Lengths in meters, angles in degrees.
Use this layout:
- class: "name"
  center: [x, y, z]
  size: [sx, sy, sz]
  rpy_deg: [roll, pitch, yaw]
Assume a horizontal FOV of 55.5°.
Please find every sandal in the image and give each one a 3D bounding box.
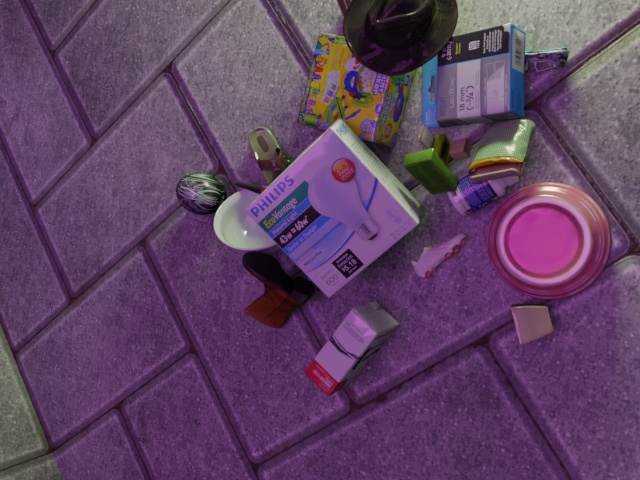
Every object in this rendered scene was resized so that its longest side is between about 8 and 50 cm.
- class: "sandal"
  center: [-0.167, -0.277, 2.105]
  size: [0.120, 0.086, 0.302]
  rpy_deg: [-35, 71, -3]

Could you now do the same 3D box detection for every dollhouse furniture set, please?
- class: "dollhouse furniture set"
  center: [0.412, -0.267, 1.692]
  size: [0.302, 0.151, 0.197]
  rpy_deg: [-8, 52, 44]

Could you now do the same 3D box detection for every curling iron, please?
- class: "curling iron"
  center: [-0.191, -0.158, 2.076]
  size: [0.274, 0.068, 0.035]
  rpy_deg: [26, 147, 27]

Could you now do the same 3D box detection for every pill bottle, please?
- class: "pill bottle"
  center: [0.470, -0.160, 1.761]
  size: [0.187, 0.112, 0.112]
  rpy_deg: [-31, 76, 26]

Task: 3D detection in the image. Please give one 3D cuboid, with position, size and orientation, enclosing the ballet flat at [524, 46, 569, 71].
- class: "ballet flat"
  center: [0.599, -0.509, 1.717]
  size: [0.189, 0.070, 0.070]
  rpy_deg: [8, 95, 32]

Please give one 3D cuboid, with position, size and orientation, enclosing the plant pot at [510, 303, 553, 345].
- class: "plant pot"
  center: [0.595, 0.228, 1.707]
  size: [0.096, 0.109, 0.109]
  rpy_deg: [-13, 84, 16]

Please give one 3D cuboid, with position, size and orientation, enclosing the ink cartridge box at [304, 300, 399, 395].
- class: "ink cartridge box"
  center: [0.102, 0.336, 1.921]
  size: [0.114, 0.197, 0.272]
  rpy_deg: [41, 110, 21]

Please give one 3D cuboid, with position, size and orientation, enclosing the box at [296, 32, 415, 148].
- class: "box"
  center: [0.115, -0.469, 1.916]
  size: [0.279, 0.177, 0.289]
  rpy_deg: [20, 100, 27]

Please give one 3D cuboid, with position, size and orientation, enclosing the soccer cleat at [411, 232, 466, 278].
- class: "soccer cleat"
  center: [0.357, 0.035, 1.854]
  size: [0.196, 0.068, 0.076]
  rpy_deg: [-46, 67, 25]

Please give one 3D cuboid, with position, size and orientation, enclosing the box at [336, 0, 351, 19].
- class: "box"
  center: [0.168, -0.768, 1.887]
  size: [0.203, 0.168, 0.167]
  rpy_deg: [-26, 79, 26]

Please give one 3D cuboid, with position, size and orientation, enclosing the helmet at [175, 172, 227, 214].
- class: "helmet"
  center: [-0.441, -0.172, 2.234]
  size: [0.170, 0.162, 0.169]
  rpy_deg: [0, 91, 29]

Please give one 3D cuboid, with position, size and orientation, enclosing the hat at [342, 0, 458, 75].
- class: "hat"
  center: [0.219, -0.633, 1.695]
  size: [0.332, 0.134, 0.331]
  rpy_deg: [0, 91, 9]

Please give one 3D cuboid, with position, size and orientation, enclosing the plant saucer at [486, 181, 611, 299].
- class: "plant saucer"
  center: [0.625, 0.001, 1.695]
  size: [0.332, 0.084, 0.331]
  rpy_deg: [1, 91, 29]

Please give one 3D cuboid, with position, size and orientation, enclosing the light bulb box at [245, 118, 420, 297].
- class: "light bulb box"
  center: [0.042, -0.099, 1.787]
  size: [0.358, 0.225, 0.361]
  rpy_deg: [-42, 97, 18]

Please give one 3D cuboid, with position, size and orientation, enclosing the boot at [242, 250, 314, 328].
- class: "boot"
  center: [-0.188, 0.170, 2.041]
  size: [0.280, 0.264, 0.096]
  rpy_deg: [-45, 26, 47]

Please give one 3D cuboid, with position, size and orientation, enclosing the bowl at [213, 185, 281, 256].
- class: "bowl"
  center: [-0.206, -0.040, 2.088]
  size: [0.298, 0.134, 0.297]
  rpy_deg: [-5, 48, 5]

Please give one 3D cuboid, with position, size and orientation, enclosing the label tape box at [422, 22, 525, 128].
- class: "label tape box"
  center: [0.410, -0.460, 1.755]
  size: [0.334, 0.106, 0.240]
  rpy_deg: [1, 91, 41]

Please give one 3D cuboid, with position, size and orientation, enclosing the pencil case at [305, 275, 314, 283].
- class: "pencil case"
  center: [0.000, 0.000, 2.012]
  size: [0.120, 0.133, 0.305]
  rpy_deg: [-4, 90, 23]
